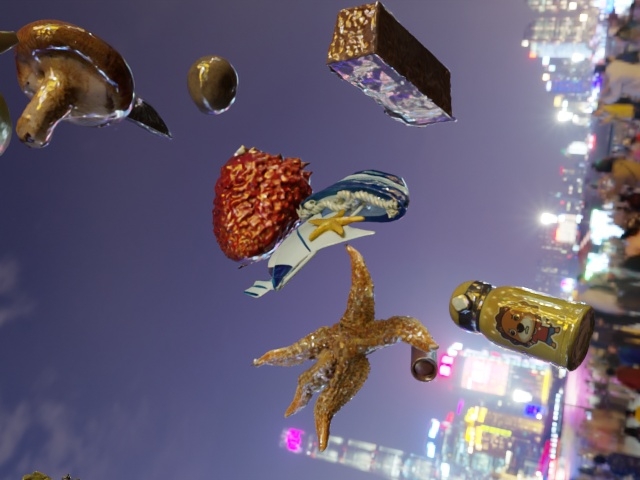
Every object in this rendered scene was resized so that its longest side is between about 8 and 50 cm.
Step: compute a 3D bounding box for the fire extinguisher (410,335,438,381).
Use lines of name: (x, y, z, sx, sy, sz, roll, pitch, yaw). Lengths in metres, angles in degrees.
fire extinguisher: (0.270, 0.297, 1.762, 0.071, 0.099, 0.231, -63, 1, 17)

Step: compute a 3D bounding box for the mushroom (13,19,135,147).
mushroom: (-0.535, -0.337, 1.423, 0.267, 0.267, 0.254, 26, -134, -68)

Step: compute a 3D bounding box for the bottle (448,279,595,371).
bottle: (0.496, 0.202, 1.652, 0.172, 0.351, 0.171, -22, -61, -48)

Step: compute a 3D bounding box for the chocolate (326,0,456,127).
chocolate: (0.139, -0.309, 1.168, 0.321, 0.112, 0.111, 19, -107, -53)

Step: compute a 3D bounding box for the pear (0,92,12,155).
pear: (-0.681, -0.208, 1.170, 0.229, 0.188, 0.211, 13, -129, -37)

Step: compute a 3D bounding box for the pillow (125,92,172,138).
pillow: (-0.492, -0.349, 1.731, 0.055, 0.141, 0.208, -41, -26, 12)

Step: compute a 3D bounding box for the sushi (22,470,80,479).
sushi: (-0.445, 0.531, 1.211, 0.139, 0.291, 0.131, -69, 0, -59)

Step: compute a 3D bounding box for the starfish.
starfish: (0.014, 0.183, 1.091, 0.293, 0.301, 0.084, -47, -43, 8)

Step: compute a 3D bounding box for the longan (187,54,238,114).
longan: (-0.342, -0.491, 2.045, 0.167, 0.168, 0.187, 29, -129, -67)

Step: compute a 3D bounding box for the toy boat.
toy boat: (0.000, 0.000, 0.948, 0.291, 0.221, 0.067, -47, -58, -32)

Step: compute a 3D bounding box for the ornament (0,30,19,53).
ornament: (-0.613, -0.438, 1.099, 0.230, 0.061, 0.244, 21, -103, -45)

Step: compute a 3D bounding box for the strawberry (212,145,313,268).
strawberry: (-0.178, -0.074, 1.747, 0.292, 0.292, 0.343, 62, -137, -56)
